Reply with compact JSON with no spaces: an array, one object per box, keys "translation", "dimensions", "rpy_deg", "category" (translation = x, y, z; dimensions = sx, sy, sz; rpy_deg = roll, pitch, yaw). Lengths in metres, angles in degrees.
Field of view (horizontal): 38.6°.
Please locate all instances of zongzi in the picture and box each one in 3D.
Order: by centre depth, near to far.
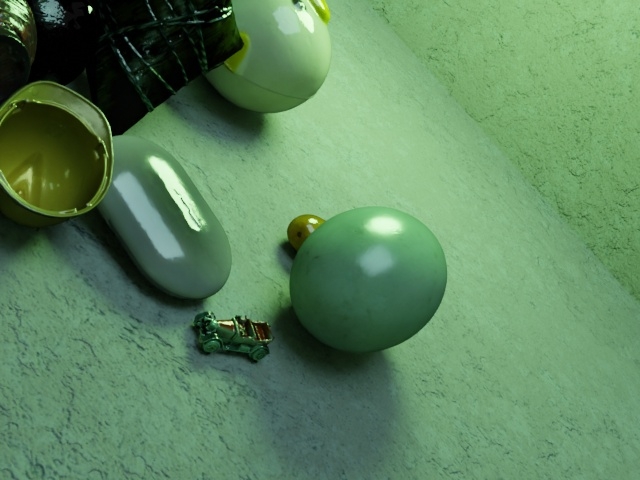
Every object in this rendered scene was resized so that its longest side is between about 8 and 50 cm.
[{"translation":[-0.329,-0.351,1.773],"dimensions":[0.319,0.383,0.362],"rpy_deg":[71,10,-68],"category":"zongzi"}]

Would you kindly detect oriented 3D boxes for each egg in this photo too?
[{"translation":[0.096,0.073,1.761],"dimensions":[0.276,0.276,0.389],"rpy_deg":[53,29,15],"category":"egg"}]

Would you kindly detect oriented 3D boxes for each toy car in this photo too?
[{"translation":[-0.149,0.160,1.571],"dimensions":[0.143,0.054,0.073],"rpy_deg":[17,38,-40],"category":"toy car"}]

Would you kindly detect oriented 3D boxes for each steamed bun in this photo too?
[{"translation":[-0.140,-0.472,2.142],"dimensions":[0.334,0.334,0.374],"rpy_deg":[15,35,-41],"category":"steamed bun"}]

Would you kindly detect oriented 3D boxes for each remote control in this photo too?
[{"translation":[-0.279,-0.043,1.601],"dimensions":[0.332,0.103,0.221],"rpy_deg":[55,36,5],"category":"remote control"}]

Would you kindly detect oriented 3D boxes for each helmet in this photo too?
[{"translation":[-0.452,-0.114,1.456],"dimensions":[0.205,0.140,0.257],"rpy_deg":[30,44,-25],"category":"helmet"}]

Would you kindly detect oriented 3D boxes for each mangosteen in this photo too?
[{"translation":[-0.528,-0.373,1.640],"dimensions":[0.243,0.243,0.243],"rpy_deg":[31,32,-22],"category":"mangosteen"}]

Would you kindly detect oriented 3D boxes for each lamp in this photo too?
[{"translation":[-0.570,-0.319,1.444],"dimensions":[0.247,0.247,0.247],"rpy_deg":[31,32,-22],"category":"lamp"}]

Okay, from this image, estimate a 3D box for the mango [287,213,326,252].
[{"translation":[0.000,0.000,1.939],"dimensions":[0.184,0.085,0.102],"rpy_deg":[21,31,-52],"category":"mango"}]
